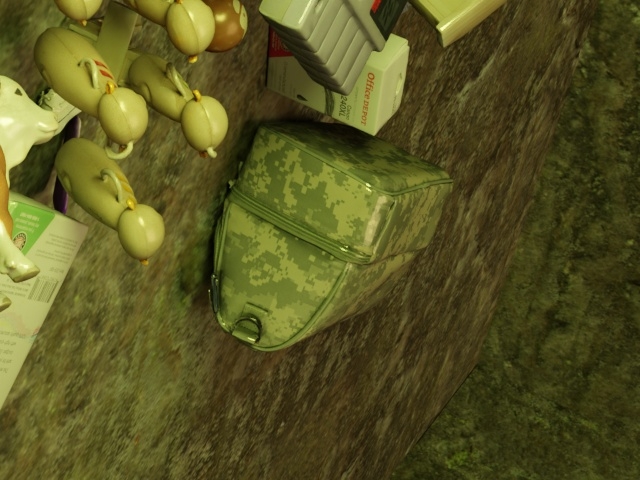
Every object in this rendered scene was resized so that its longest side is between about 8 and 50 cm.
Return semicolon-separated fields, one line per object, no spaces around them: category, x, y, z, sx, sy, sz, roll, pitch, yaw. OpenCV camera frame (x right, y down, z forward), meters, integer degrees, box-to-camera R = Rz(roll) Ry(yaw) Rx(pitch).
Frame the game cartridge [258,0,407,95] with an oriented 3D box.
game cartridge;0.070;-0.326;1.565;0.355;0.068;0.230;-63;159;-4

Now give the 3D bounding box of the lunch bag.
lunch bag;0.000;0.000;2.042;0.305;0.212;0.256;-15;128;-68

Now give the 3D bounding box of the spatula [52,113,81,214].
spatula;-0.279;0.018;1.511;0.296;0.030;0.084;-61;-160;8

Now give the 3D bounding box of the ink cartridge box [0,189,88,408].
ink cartridge box;-0.305;0.056;1.391;0.212;0.093;0.154;-66;164;0

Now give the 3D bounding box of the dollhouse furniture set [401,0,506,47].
dollhouse furniture set;0.173;-0.325;1.947;0.286;0.198;0.303;-40;164;-5

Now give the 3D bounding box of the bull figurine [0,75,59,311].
bull figurine;-0.289;-0.044;1.197;0.101;0.188;0.310;-33;167;24

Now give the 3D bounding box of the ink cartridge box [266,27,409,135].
ink cartridge box;0.019;-0.203;1.903;0.063;0.150;0.109;-53;160;-37

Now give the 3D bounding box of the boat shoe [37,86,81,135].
boat shoe;-0.236;-0.121;1.456;0.100;0.035;0.035;-45;128;-40

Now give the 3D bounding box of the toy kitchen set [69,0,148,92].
toy kitchen set;-0.171;-0.182;1.464;0.075;0.083;0.068;-29;143;-63

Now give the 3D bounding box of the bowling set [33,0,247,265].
bowling set;-0.127;-0.149;1.331;0.200;0.154;0.287;-28;133;-19
